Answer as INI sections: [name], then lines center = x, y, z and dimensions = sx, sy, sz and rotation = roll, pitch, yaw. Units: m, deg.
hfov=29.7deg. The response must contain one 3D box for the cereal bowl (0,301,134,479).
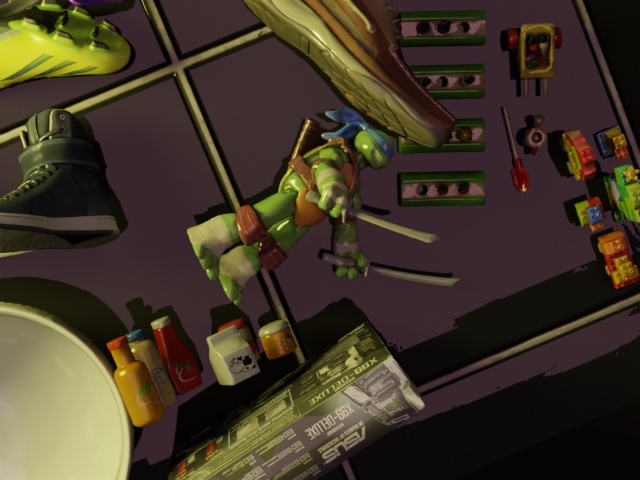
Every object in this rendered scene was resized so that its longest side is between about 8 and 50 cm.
[cereal bowl]
center = -0.390, 0.235, 1.458
dimensions = 0.339, 0.141, 0.338
rotation = 0, 95, -5

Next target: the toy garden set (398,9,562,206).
[toy garden set]
center = 0.201, -0.165, 1.509
dimensions = 0.204, 0.049, 0.244
rotation = -2, 96, -4

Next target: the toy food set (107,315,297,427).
[toy food set]
center = -0.151, 0.129, 1.463
dimensions = 0.232, 0.111, 0.104
rotation = -25, 97, -27

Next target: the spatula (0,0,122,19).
[spatula]
center = -0.355, -0.271, 1.389
dimensions = 0.297, 0.030, 0.084
rotation = -26, 68, -28

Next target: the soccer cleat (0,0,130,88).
[soccer cleat]
center = -0.375, -0.225, 1.454
dimensions = 0.289, 0.093, 0.121
rotation = 5, 126, -9

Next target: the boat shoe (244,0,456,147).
[boat shoe]
center = 0.047, -0.245, 1.446
dimensions = 0.324, 0.123, 0.116
rotation = 43, 83, -1

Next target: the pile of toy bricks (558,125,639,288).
[pile of toy bricks]
center = 0.384, -0.049, 1.507
dimensions = 0.118, 0.105, 0.212
rotation = -21, 97, -2

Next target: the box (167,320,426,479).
[box]
center = -0.036, 0.224, 1.434
dimensions = 0.307, 0.242, 0.076
rotation = -33, 97, -1

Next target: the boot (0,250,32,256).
[boot]
center = -0.451, -0.069, 1.453
dimensions = 0.244, 0.088, 0.176
rotation = 4, 94, -1

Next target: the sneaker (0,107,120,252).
[sneaker]
center = -0.342, -0.073, 1.402
dimensions = 0.086, 0.226, 0.163
rotation = -20, 79, 32

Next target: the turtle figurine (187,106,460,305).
[turtle figurine]
center = 0.000, 0.000, 1.438
dimensions = 0.266, 0.198, 0.274
rotation = -29, 93, 3
